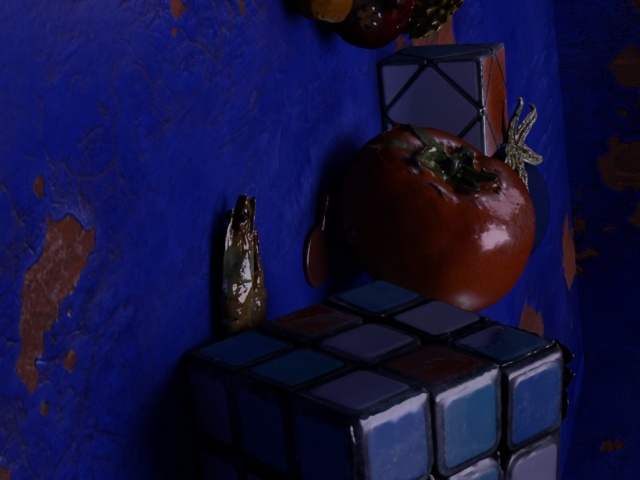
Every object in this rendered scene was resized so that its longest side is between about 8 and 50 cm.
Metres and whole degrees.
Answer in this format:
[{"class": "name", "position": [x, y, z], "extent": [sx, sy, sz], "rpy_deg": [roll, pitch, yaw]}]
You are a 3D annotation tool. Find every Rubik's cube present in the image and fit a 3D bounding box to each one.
[{"class": "Rubik's cube", "position": [0.069, 0.282, 1.414], "extent": [0.359, 0.363, 0.362], "rpy_deg": [-21, 115, -37]}, {"class": "Rubik's cube", "position": [0.243, -0.269, 2.155], "extent": [0.205, 0.205, 0.207], "rpy_deg": [-42, 131, -61]}]

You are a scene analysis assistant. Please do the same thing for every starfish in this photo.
[{"class": "starfish", "position": [0.405, -0.182, 2.205], "extent": [0.176, 0.053, 0.208], "rpy_deg": [28, 70, -48]}]

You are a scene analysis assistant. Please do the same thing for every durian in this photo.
[{"class": "durian", "position": [0.194, -0.477, 2.120], "extent": [0.260, 0.154, 0.186], "rpy_deg": [-102, -149, -74]}]

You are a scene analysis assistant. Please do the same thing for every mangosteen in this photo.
[{"class": "mangosteen", "position": [0.076, -0.408, 1.820], "extent": [0.180, 0.166, 0.166], "rpy_deg": [-103, 179, -57]}]

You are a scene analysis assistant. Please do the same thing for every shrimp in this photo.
[{"class": "shrimp", "position": [-0.104, 0.044, 1.507], "extent": [0.115, 0.051, 0.217], "rpy_deg": [-15, 104, -74]}]

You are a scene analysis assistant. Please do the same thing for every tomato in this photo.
[{"class": "tomato", "position": [0.184, -0.024, 1.871], "extent": [0.341, 0.341, 0.272], "rpy_deg": [-52, 165, -56]}]

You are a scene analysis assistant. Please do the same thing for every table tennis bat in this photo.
[{"class": "table tennis bat", "position": [0.000, 0.000, 1.805], "extent": [0.098, 0.019, 0.154], "rpy_deg": [27, 68, -65]}]

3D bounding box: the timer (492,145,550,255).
[{"class": "timer", "position": [0.260, -0.064, 2.196], "extent": [0.384, 0.270, 0.270], "rpy_deg": [-1, 92, -55]}]

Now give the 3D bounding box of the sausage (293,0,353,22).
[{"class": "sausage", "position": [0.004, -0.470, 1.693], "extent": [0.105, 0.105, 0.274], "rpy_deg": [-5, 95, -68]}]
